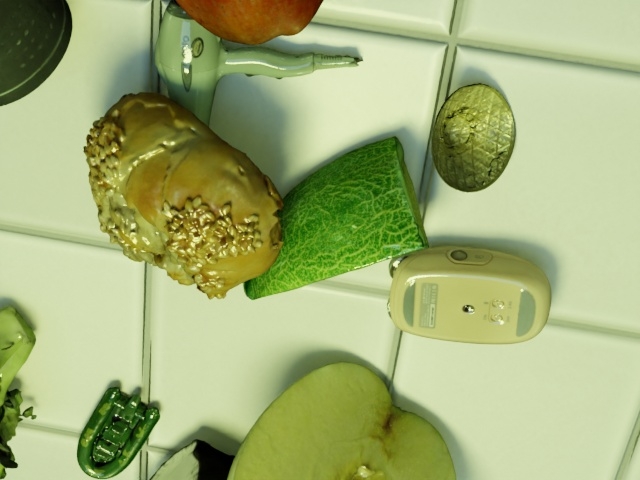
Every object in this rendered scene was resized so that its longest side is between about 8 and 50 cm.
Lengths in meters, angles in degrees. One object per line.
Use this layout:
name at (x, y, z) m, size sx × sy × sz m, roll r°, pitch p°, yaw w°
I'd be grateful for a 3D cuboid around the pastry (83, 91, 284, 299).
pastry at (-0.199, -0.049, 1.207) m, size 0.311 × 0.162 × 0.255 m, roll 34°, pitch 143°, yaw 16°

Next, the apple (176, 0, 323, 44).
apple at (-0.085, -0.345, 1.056) m, size 0.234 × 0.234 × 0.234 m, roll 4°, pitch 118°, yaw 7°

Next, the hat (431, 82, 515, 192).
hat at (0.187, -0.140, 1.218) m, size 0.146 × 0.067 × 0.146 m, roll -8°, pitch 105°, yaw -31°

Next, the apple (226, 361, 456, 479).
apple at (0.041, 0.391, 1.369) m, size 0.312 × 0.360 × 0.320 m, roll 10°, pitch 138°, yaw 26°

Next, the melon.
melon at (0.000, 0.000, 1.272) m, size 0.323 × 0.196 × 0.124 m, roll -26°, pitch 139°, yaw 25°

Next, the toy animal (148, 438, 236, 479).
toy animal at (-0.140, 0.503, 1.518) m, size 0.310 × 0.251 × 0.251 m, roll 38°, pitch 117°, yaw -25°

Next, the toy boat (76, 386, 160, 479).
toy boat at (-0.355, 0.335, 1.556) m, size 0.104 × 0.052 × 0.210 m, roll 29°, pitch 117°, yaw -10°

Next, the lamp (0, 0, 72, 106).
lamp at (-0.446, -0.285, 1.106) m, size 0.205 × 0.374 × 0.272 m, roll 19°, pitch 144°, yaw 24°

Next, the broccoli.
broccoli at (-0.586, 0.227, 1.451) m, size 0.281 × 0.348 × 0.293 m, roll -36°, pitch 153°, yaw -7°

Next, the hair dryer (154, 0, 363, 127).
hair dryer at (-0.106, -0.194, 1.233) m, size 0.267 × 0.092 × 0.229 m, roll 18°, pitch 127°, yaw -12°

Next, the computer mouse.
computer mouse at (0.214, 0.080, 1.314) m, size 0.237 × 0.082 × 0.145 m, roll 3°, pitch 119°, yaw 9°
